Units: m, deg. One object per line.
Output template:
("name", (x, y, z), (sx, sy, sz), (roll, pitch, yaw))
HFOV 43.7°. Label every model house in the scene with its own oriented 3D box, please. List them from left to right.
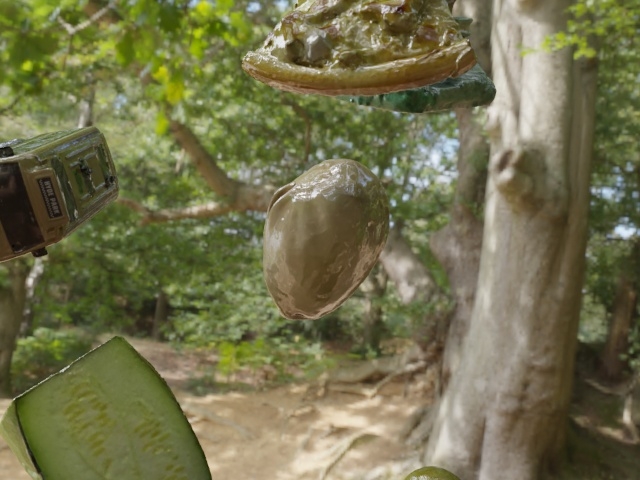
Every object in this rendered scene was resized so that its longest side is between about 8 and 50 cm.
("model house", (0.171, -0.394, 1.356), (0.194, 0.324, 0.267), (18, 23, 41))

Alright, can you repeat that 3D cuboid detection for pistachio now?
("pistachio", (0.000, 0.000, 0.969), (0.152, 0.223, 0.126), (16, 31, -18))

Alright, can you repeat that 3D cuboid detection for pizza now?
("pizza", (0.056, -0.291, 1.064), (0.324, 0.223, 0.089), (3, -31, 21))

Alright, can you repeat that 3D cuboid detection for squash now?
("squash", (-0.297, 0.347, 1.215), (0.234, 0.309, 0.210), (-32, -23, -36))

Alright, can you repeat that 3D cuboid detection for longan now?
("longan", (0.105, 0.261, 0.785), (0.083, 0.075, 0.075), (-20, -11, 6))

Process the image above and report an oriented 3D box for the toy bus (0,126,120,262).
("toy bus", (-0.374, -0.067, 1.056), (0.157, 0.139, 0.289), (-13, 13, 6))
